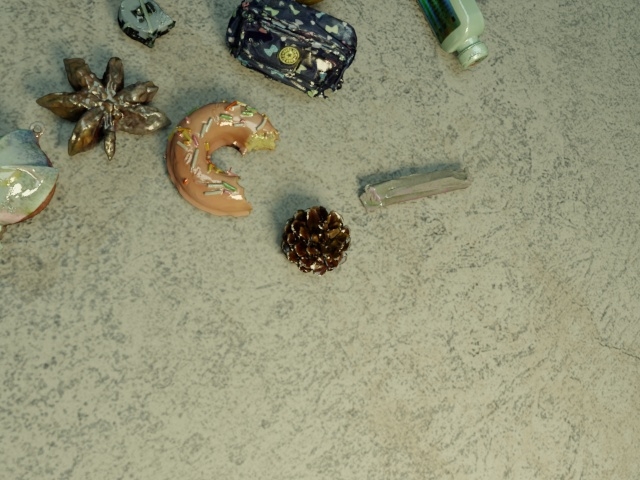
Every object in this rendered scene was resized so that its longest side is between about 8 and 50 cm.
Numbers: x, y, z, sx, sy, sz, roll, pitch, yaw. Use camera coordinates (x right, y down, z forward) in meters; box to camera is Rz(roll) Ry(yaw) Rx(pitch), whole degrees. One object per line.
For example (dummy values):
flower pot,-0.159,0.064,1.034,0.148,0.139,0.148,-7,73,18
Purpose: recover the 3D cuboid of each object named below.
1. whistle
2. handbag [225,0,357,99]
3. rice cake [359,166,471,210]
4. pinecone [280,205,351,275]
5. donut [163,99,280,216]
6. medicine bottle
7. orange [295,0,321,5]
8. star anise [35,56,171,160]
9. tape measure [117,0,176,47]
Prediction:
whistle,-0.535,-0.042,0.889,0.142,0.134,0.346,27,80,-15
handbag,-0.059,-0.385,1.105,0.260,0.162,0.113,20,59,-14
rice cake,0.211,-0.114,1.192,0.270,0.049,0.055,-14,61,-22
pinecone,-0.002,0.000,1.056,0.140,0.121,0.140,2,85,-21
donut,-0.189,-0.168,1.049,0.199,0.085,0.232,21,71,-12
medicine bottle,0.308,-0.512,1.274,0.083,0.121,0.228,-24,87,-23
orange,-0.045,-0.604,1.124,0.236,0.236,0.236,4,77,-18
star anise,-0.395,-0.253,1.003,0.212,0.073,0.197,-40,95,-24
tape measure,-0.343,-0.424,1.069,0.094,0.054,0.091,37,63,-10
